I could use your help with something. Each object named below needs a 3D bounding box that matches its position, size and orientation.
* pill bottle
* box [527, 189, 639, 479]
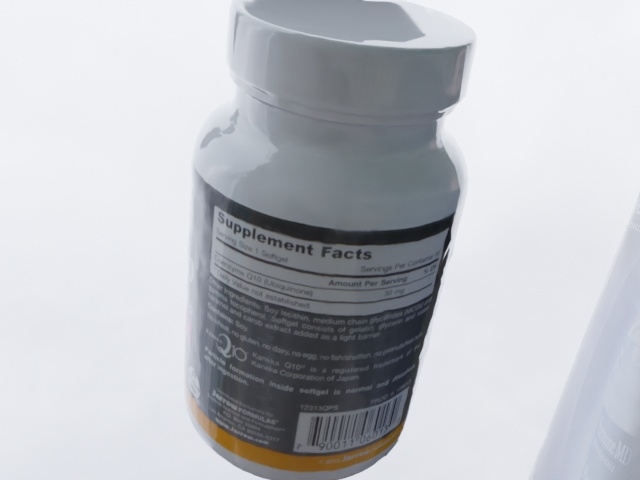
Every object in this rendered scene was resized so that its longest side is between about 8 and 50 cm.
[{"bbox_3d":[0.000,0.000,0.435,0.162,0.162,0.278,0,-60,-15],"label":"pill bottle"},{"bbox_3d":[0.240,0.133,0.373,0.182,0.296,0.294,19,-81,6],"label":"box"}]
